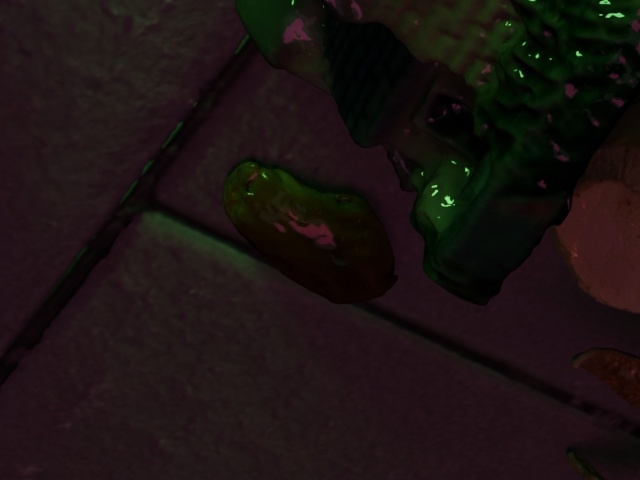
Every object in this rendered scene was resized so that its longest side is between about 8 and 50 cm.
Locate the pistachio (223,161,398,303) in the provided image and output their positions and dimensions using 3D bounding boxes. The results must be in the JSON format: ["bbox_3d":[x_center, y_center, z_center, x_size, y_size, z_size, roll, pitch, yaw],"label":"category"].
[{"bbox_3d":[0.000,0.000,1.338,0.089,0.049,0.173,-39,126,21],"label":"pistachio"}]

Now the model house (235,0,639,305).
[{"bbox_3d":[0.078,-0.161,1.094,0.284,0.243,0.298,34,135,5],"label":"model house"}]

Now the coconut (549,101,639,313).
[{"bbox_3d":[0.256,-0.029,1.298,0.147,0.152,0.147,19,127,28],"label":"coconut"}]

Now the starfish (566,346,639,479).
[{"bbox_3d":[0.396,0.125,1.473,0.398,0.132,0.384,-27,125,9],"label":"starfish"}]
